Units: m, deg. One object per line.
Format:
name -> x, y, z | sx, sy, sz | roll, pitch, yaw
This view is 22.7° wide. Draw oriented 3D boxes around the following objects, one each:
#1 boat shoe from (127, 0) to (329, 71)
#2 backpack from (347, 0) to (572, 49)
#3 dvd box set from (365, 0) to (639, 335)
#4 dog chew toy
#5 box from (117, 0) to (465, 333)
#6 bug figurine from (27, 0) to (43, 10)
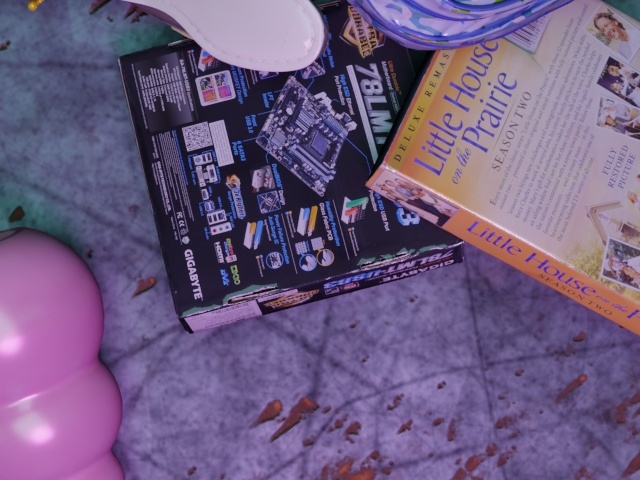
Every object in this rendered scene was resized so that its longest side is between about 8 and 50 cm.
boat shoe -> -0.112, -0.250, 1.590 | 0.305, 0.091, 0.109 | 26, 104, 22
backpack -> 0.167, -0.330, 1.474 | 0.356, 0.273, 0.290 | -30, 101, 9
dvd box set -> 0.287, -0.081, 1.590 | 0.420, 0.062, 0.307 | 28, 62, -6
dog chew toy -> -0.293, 0.159, 1.605 | 0.207, 0.206, 0.331 | -19, 100, 0
box -> -0.031, -0.083, 1.615 | 0.293, 0.073, 0.295 | -15, 72, -1
bug figurine -> -0.294, -0.381, 1.604 | 0.216, 0.072, 0.279 | 38, 101, 32
